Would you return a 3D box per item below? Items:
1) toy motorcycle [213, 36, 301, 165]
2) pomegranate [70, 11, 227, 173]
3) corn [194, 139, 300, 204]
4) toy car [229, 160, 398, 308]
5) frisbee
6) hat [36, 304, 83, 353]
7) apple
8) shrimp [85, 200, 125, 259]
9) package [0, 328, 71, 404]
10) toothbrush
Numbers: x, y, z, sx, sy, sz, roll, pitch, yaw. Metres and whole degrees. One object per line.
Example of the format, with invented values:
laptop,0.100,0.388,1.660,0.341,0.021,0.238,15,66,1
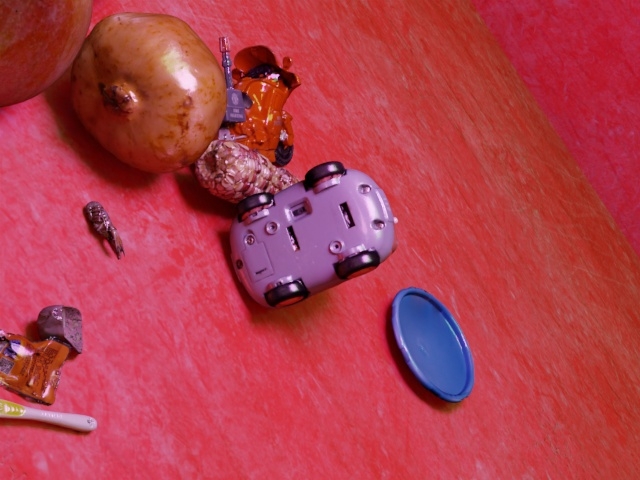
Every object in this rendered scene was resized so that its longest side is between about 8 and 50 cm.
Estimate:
toy motorcycle,-0.137,-0.239,1.618,0.326,0.148,0.221,-12,94,-62
pomegranate,-0.254,-0.222,1.366,0.248,0.248,0.248,33,39,-32
corn,-0.102,-0.095,1.545,0.290,0.098,0.098,20,46,-58
toy car,0.000,0.000,1.497,0.180,0.270,0.212,70,16,13
frisbee,0.210,0.203,1.766,0.242,0.045,0.242,32,39,-31
hat,-0.329,0.113,1.152,0.087,0.042,0.058,67,15,-66
apple,-0.433,-0.307,1.197,0.257,0.234,0.257,32,43,-35
shrimp,-0.302,-0.017,1.295,0.029,0.038,0.092,-36,93,-15
package,-0.352,0.143,1.090,0.111,0.033,0.077,30,47,-30
toothbrush,-0.366,0.194,1.040,0.263,0.026,0.022,23,45,-45
